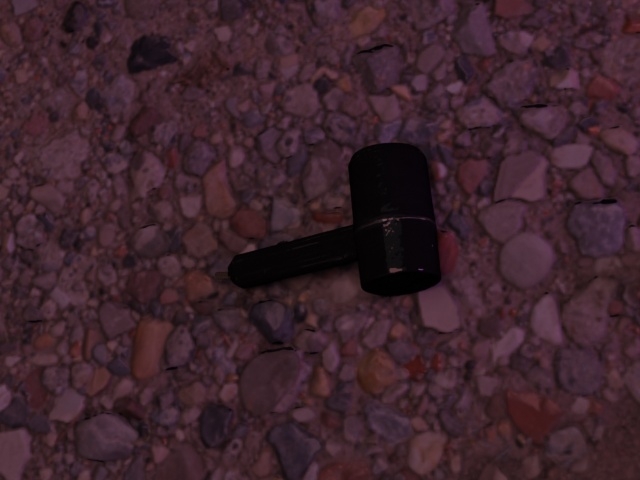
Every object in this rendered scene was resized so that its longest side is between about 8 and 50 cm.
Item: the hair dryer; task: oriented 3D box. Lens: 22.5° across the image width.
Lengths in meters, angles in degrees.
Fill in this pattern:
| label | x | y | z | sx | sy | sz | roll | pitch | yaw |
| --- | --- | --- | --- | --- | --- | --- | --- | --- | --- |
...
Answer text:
| label | x | y | z | sx | sy | sz | roll | pitch | yaw |
| --- | --- | --- | --- | --- | --- | --- | --- | --- | --- |
| hair dryer | 0.000 | 0.000 | 1.434 | 0.219 | 0.071 | 0.124 | -17 | 67 | 24 |
